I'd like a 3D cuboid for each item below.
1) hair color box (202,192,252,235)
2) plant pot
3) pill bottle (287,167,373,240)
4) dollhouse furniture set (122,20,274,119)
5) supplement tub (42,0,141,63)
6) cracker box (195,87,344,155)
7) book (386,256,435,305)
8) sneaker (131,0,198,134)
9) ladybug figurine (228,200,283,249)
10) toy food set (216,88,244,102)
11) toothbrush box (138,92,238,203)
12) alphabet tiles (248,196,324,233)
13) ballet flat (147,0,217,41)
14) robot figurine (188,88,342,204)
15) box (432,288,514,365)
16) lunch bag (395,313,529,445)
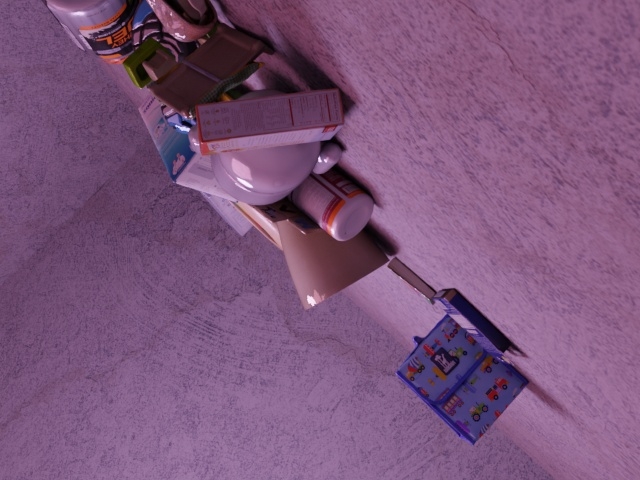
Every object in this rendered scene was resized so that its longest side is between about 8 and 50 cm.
[{"bbox_3d":[-0.320,-0.177,2.965,0.113,0.185,0.374,42,173,24],"label":"hair color box"},{"bbox_3d":[0.000,0.000,2.060,0.274,0.257,0.256,59,174,2],"label":"plant pot"},{"bbox_3d":[0.002,-0.106,1.759,0.221,0.121,0.121,40,173,28],"label":"pill bottle"},{"bbox_3d":[-0.207,-0.295,1.482,0.301,0.197,0.151,37,169,45],"label":"dollhouse furniture set"},{"bbox_3d":[-0.498,-0.530,1.781,0.193,0.193,0.316,43,174,9],"label":"supplement tub"},{"bbox_3d":[-0.088,-0.196,1.321,0.156,0.232,0.067,168,94,-81],"label":"cracker box"},{"bbox_3d":[0.244,0.110,2.088,0.144,0.035,0.096,40,176,19],"label":"book"},{"bbox_3d":[-0.321,-0.405,1.770,0.125,0.139,0.340,9,138,16],"label":"sneaker"},{"bbox_3d":[-0.184,-0.142,2.471,0.449,0.162,0.305,43,174,-3],"label":"ladybug figurine"},{"bbox_3d":[-0.168,-0.285,1.832,0.218,0.071,0.128,46,157,47],"label":"toy food set"},{"bbox_3d":[-0.305,-0.257,2.018,0.216,0.126,0.295,18,-148,-46],"label":"toothbrush box"},{"bbox_3d":[-0.077,-0.110,1.850,0.285,0.011,0.342,37,-156,21],"label":"alphabet tiles"},{"bbox_3d":[-0.278,-0.469,1.329,0.106,0.107,0.316,7,151,43],"label":"ballet flat"},{"bbox_3d":[-0.114,-0.181,1.576,0.300,0.199,0.353,4,174,-12],"label":"robot figurine"},{"bbox_3d":[0.368,0.203,1.881,0.225,0.036,0.136,45,174,0],"label":"box"},{"bbox_3d":[0.353,0.349,2.087,0.293,0.221,0.138,43,173,0],"label":"lunch bag"}]
